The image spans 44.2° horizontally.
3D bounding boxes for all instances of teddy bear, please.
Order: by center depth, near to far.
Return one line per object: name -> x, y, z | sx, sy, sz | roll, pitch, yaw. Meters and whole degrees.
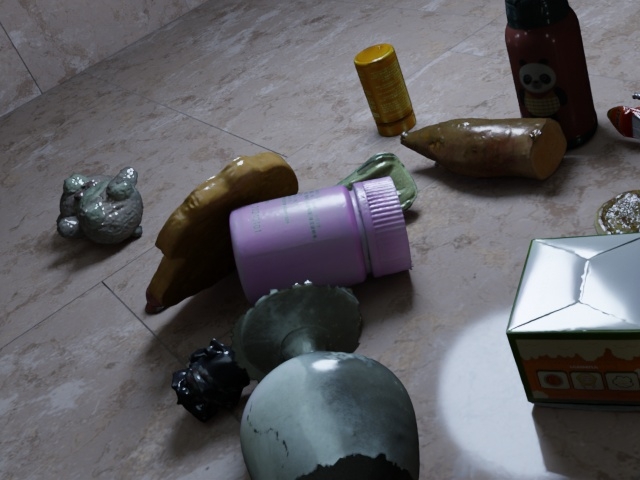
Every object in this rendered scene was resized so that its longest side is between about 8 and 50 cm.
teddy bear -> -0.525, -0.085, 1.876 | 0.236, 0.151, 0.267 | -43, 42, -18

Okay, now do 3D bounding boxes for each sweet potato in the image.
sweet potato -> 0.294, -0.179, 1.531 | 0.337, 0.131, 0.131 | 4, 42, 36

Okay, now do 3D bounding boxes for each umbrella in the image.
umbrella -> -0.110, 0.178, 1.234 | 0.272, 0.122, 0.110 | -30, -14, 15

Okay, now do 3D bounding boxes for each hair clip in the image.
hair clip -> 0.034, -0.044, 1.527 | 0.321, 0.138, 0.091 | -28, -11, -7

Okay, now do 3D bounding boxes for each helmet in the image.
helmet -> -0.322, 0.102, 1.569 | 0.084, 0.049, 0.065 | -40, 37, -25

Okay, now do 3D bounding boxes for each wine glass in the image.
wine glass -> 0.001, 0.224, 1.032 | 0.238, 0.238, 0.323 | -21, 35, 4

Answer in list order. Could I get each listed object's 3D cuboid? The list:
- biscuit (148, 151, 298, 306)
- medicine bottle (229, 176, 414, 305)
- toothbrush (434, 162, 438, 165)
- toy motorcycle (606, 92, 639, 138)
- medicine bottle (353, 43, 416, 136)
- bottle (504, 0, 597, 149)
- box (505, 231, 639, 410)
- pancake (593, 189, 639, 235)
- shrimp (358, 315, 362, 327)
biscuit -> -0.181, -0.028, 1.463 | 0.351, 0.312, 0.057 | -40, 69, -21
medicine bottle -> 0.000, 0.000, 1.372 | 0.291, 0.178, 0.178 | -13, 33, 0
toothbrush -> 0.257, -0.185, 1.667 | 0.008, 0.006, 0.097 | 8, 42, 21
toy motorcycle -> 0.628, -0.184, 1.359 | 0.171, 0.089, 0.298 | -23, 32, 3
medicine bottle -> 0.148, -0.340, 1.787 | 0.096, 0.192, 0.096 | -16, 34, 11
bottle -> 0.424, -0.341, 1.484 | 0.144, 0.336, 0.144 | -17, 32, 11
box -> 0.365, 0.106, 1.049 | 0.178, 0.148, 0.195 | -5, 37, 30
pancake -> 0.519, -0.036, 1.271 | 0.158, 0.028, 0.158 | -18, 31, 11
shrimp -> -0.054, 0.144, 1.337 | 0.254, 0.059, 0.145 | -10, 32, 19
